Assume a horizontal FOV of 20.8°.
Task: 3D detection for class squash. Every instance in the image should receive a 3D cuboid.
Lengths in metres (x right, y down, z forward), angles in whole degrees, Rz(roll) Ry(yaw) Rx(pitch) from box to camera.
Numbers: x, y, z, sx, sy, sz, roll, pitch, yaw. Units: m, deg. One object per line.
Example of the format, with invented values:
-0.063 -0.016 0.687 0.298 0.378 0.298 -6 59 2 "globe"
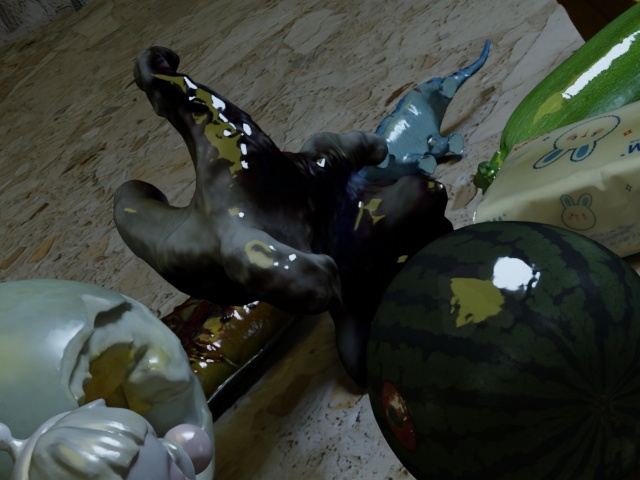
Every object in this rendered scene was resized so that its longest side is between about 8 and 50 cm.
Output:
0.307 -0.165 1.685 0.395 0.107 0.107 -36 20 -13 "squash"

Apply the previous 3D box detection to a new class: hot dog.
-0.125 0.107 1.688 0.162 0.082 0.270 -6 32 52 "hot dog"

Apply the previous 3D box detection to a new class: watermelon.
0.132 0.086 1.190 0.212 0.212 0.212 -27 20 11 "watermelon"

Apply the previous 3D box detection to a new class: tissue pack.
0.247 -0.049 1.513 0.196 0.092 0.148 -17 23 31 "tissue pack"

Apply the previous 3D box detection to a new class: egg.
-0.267 0.182 1.414 0.336 0.278 0.278 -24 21 22 "egg"

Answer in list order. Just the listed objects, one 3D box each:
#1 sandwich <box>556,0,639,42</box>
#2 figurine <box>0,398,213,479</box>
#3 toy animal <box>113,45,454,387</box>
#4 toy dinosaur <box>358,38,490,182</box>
0.333 -0.279 1.819 0.144 0.187 0.117 -21 22 42 "sandwich"
-0.122 0.204 1.194 0.182 0.256 0.144 -44 22 -29 "figurine"
0.000 0.000 1.519 0.303 0.344 0.194 42 113 47 "toy animal"
0.098 -0.110 1.902 0.329 0.076 0.144 -45 15 -9 "toy dinosaur"
